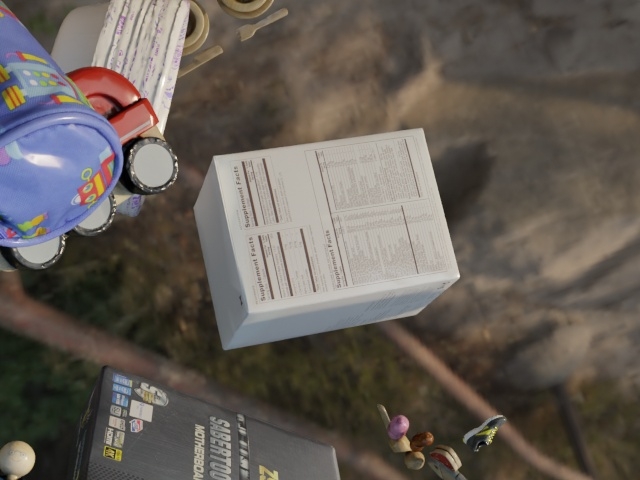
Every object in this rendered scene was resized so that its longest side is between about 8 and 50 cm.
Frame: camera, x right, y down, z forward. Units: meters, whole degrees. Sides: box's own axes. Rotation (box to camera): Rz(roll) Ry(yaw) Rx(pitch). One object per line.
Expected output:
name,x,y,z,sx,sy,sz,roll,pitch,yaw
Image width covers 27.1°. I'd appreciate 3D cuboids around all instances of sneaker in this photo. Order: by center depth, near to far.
sneaker,0.285,0.331,2.264,0.083,0.035,0.031,-34,142,1

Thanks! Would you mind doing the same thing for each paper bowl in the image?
paper bowl,-0.265,-0.181,1.665,0.148,0.284,0.284,13,156,-6

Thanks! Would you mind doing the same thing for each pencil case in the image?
pencil case,-0.267,-0.119,0.929,0.133,0.306,0.119,-43,149,-3

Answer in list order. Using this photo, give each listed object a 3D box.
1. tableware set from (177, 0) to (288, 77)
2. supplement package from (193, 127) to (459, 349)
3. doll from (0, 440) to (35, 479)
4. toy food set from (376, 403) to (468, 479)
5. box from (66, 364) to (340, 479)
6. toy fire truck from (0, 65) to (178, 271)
tableware set,-0.154,-0.330,1.856,0.194,0.128,0.039,-30,173,-1
supplement package,0.000,0.000,1.635,0.262,0.198,0.199,-9,165,-15
doll,-0.317,0.294,1.331,0.129,0.189,0.046,7,155,-4
toy food set,0.099,0.211,1.337,0.019,0.122,0.078,-38,126,-23
box,-0.073,0.182,0.854,0.183,0.233,0.059,23,109,-12
toy fire truck,-0.296,-0.115,1.294,0.217,0.246,0.158,-36,-163,-28
